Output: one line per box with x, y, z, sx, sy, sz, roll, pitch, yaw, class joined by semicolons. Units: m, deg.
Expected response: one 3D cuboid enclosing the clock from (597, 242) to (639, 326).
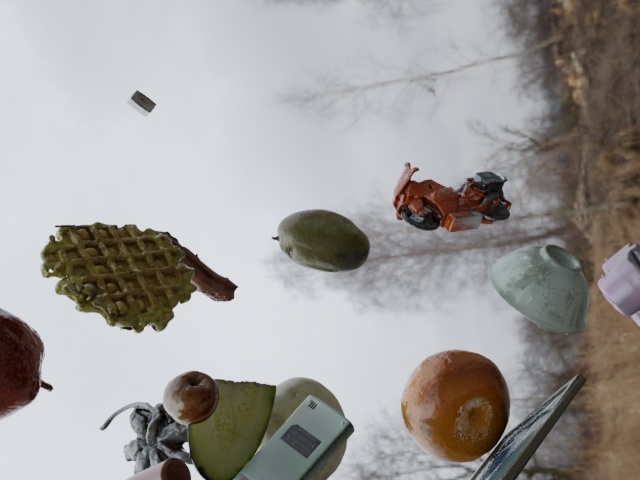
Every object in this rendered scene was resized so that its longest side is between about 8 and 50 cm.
0.751;0.155;1.758;0.322;0.113;0.295;48;-159;9;clock

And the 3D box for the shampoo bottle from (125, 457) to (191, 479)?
-0.385;0.550;1.787;0.085;0.244;0.085;31;-139;-32;shampoo bottle

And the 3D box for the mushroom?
-0.099;0.585;2.531;0.325;0.354;0.353;65;-156;-47;mushroom

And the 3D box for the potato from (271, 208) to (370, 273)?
0.000;0.000;2.048;0.174;0.252;0.159;-173;89;-79;potato

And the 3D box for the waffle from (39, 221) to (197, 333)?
-0.365;0.055;1.494;0.060;0.281;0.262;-53;13;33;waffle

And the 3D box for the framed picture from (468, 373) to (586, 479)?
0.326;0.380;1.425;0.022;0.247;0.335;46;-137;12;framed picture

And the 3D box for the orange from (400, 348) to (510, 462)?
0.262;0.318;1.588;0.170;0.224;0.223;-148;44;-67;orange

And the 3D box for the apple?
-0.294;0.362;1.862;0.126;0.126;0.102;-58;-12;-65;apple

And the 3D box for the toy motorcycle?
0.302;-0.100;1.980;0.221;0.326;0.147;52;138;42;toy motorcycle

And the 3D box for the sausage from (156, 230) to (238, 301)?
-0.328;0.064;2.025;0.304;0.078;0.078;41;-142;-30;sausage

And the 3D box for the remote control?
-0.081;0.515;1.859;0.344;0.145;0.050;-45;-40;-21;remote control

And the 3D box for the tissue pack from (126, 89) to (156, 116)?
-0.449;-0.344;2.040;0.063;0.083;0.035;38;-102;-19;tissue pack

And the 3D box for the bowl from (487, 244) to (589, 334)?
0.635;0.100;2.248;0.146;0.314;0.313;-62;1;29;bowl

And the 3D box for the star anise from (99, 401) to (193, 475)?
-0.462;0.564;2.236;0.139;0.360;0.315;33;-149;-51;star anise

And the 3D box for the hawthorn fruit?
-0.568;0.223;1.403;0.253;0.205;0.205;45;-140;-49;hawthorn fruit

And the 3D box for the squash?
-0.216;0.464;1.985;0.155;0.237;0.203;49;123;55;squash
